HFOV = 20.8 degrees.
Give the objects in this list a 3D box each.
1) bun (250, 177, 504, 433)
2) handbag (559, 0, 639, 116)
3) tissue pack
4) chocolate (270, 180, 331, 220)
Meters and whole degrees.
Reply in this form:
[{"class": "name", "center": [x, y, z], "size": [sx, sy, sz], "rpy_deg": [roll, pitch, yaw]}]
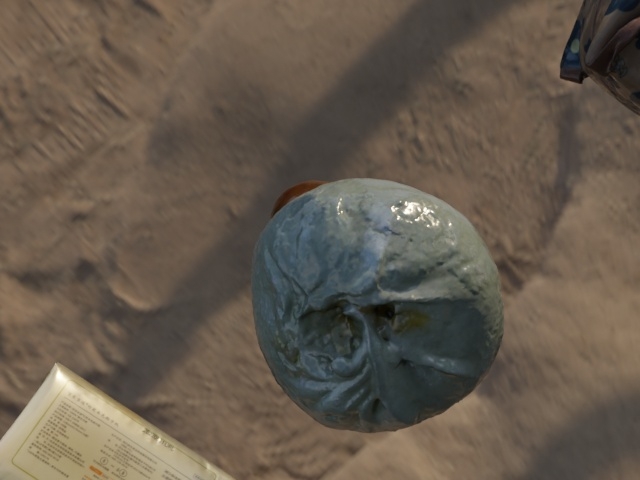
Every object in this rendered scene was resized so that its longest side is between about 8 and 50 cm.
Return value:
[{"class": "bun", "center": [0.024, 0.037, 0.907], "size": [0.141, 0.083, 0.140], "rpy_deg": [7, 106, 23]}, {"class": "handbag", "center": [0.395, -0.206, 1.849], "size": [0.251, 0.190, 0.193], "rpy_deg": [33, 89, -2]}, {"class": "tissue pack", "center": [-0.228, 0.265, 1.819], "size": [0.234, 0.125, 0.159], "rpy_deg": [32, 56, -1]}, {"class": "chocolate", "center": [0.000, 0.000, 1.901], "size": [0.133, 0.127, 0.124], "rpy_deg": [37, 98, 26]}]
